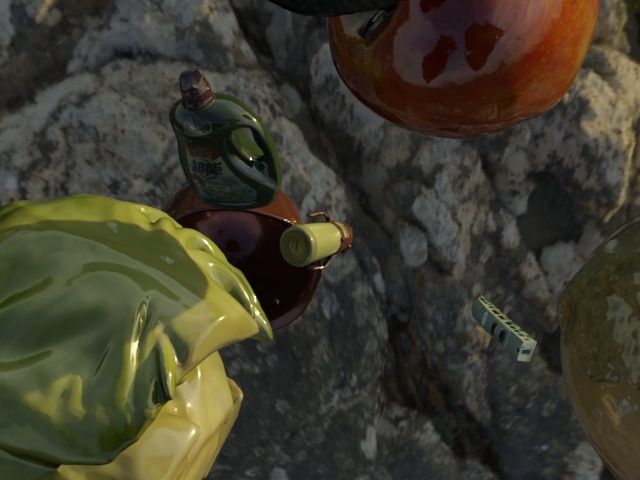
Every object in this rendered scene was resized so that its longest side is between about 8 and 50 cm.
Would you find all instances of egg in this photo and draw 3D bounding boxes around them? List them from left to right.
[{"bbox_3d":[0.202,0.066,0.469,0.164,0.164,0.201,-27,43,-4],"label":"egg"}]

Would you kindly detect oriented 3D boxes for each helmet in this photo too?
[{"bbox_3d":[-0.169,-0.011,1.832,0.338,0.385,0.230,16,45,-16],"label":"helmet"}]

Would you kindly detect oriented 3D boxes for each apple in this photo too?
[{"bbox_3d":[0.124,-0.194,0.809,0.230,0.230,0.229,-1,74,3],"label":"apple"}]

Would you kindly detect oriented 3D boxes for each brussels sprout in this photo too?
[{"bbox_3d":[-0.275,0.151,0.972,0.361,0.342,0.425,29,107,8],"label":"brussels sprout"}]

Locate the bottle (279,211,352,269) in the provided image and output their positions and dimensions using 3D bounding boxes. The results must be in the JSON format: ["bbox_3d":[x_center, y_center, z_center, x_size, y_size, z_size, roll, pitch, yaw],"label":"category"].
[{"bbox_3d":[-0.001,0.001,1.099,0.047,0.101,0.063,35,116,25],"label":"bottle"}]

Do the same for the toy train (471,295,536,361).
[{"bbox_3d":[0.341,0.163,1.853,0.047,0.207,0.043,6,110,-23],"label":"toy train"}]

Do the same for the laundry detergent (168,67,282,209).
[{"bbox_3d":[-0.133,-0.140,1.320,0.144,0.221,0.078,5,48,16],"label":"laundry detergent"}]

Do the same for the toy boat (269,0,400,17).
[{"bbox_3d":[0.055,-0.241,0.555,0.134,0.299,0.092,25,59,-31],"label":"toy boat"}]
